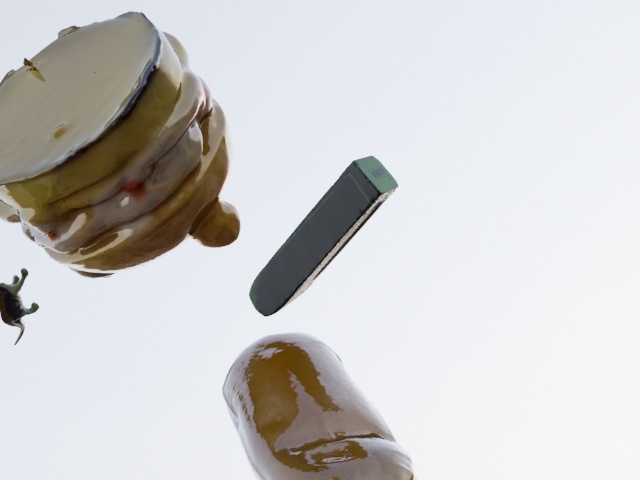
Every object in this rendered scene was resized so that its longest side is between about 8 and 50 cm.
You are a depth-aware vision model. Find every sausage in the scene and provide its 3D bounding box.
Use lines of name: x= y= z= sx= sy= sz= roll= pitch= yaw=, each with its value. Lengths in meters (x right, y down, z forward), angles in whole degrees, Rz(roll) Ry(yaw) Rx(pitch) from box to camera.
sausage: x=-0.004 y=0.188 z=1.330 sx=0.134 sy=0.354 sz=0.116 roll=0 pitch=-73 yaw=-14

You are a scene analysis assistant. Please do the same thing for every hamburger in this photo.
hamburger: x=-0.217 y=-0.085 z=1.538 sx=0.276 sy=0.276 sz=0.237 roll=-39 pitch=-52 yaw=2

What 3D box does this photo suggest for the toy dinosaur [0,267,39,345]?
toy dinosaur: x=-0.368 y=0.073 z=1.731 sx=0.058 sy=0.037 sz=0.180 roll=-46 pitch=-29 yaw=-21

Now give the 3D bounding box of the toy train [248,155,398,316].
toy train: x=0.000 y=0.000 z=1.414 sx=0.042 sy=0.044 sz=0.209 roll=-21 pitch=-22 yaw=-50
